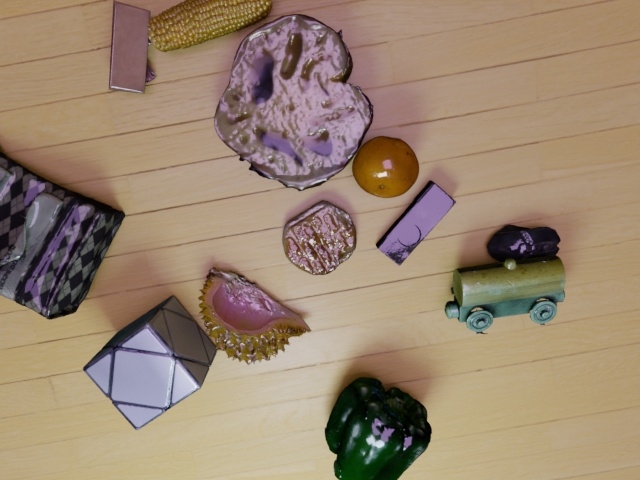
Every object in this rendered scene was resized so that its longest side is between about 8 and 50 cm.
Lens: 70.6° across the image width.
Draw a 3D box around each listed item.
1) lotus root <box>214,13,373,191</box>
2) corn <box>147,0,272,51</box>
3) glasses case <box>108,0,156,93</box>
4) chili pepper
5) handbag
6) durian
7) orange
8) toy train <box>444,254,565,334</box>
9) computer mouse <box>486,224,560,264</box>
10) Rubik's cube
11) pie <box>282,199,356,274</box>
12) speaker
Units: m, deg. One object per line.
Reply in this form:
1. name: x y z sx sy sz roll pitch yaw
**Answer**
1. lotus root: -0.067 -0.312 1.063 0.374 0.111 0.391 -13 105 3
2. corn: -0.236 -0.508 1.018 0.310 0.101 0.101 -21 102 6
3. glasses case: -0.434 -0.440 1.053 0.102 0.070 0.194 2 102 -30
4. chili pepper: 0.142 0.510 1.189 0.248 0.233 0.257 24 107 -2
5. handbag: -0.733 -0.042 1.084 0.416 0.180 0.317 27 92 -2
6. durian: -0.204 0.239 1.189 0.305 0.185 0.196 28 124 -15
7. orange: 0.156 -0.178 1.075 0.159 0.159 0.136 13 60 -4
8. toy train: 0.466 0.122 1.154 0.307 0.126 0.190 -8 109 2
9. computer mouse: 0.530 0.015 1.168 0.192 0.062 0.106 0 103 0
10. Rubik's cube: -0.413 0.298 1.137 0.205 0.205 0.207 -33 100 5
11. pie: 0.000 0.000 1.162 0.195 0.046 0.195 0 101 0
12. speaker: 0.241 -0.044 1.157 0.082 0.044 0.218 39 99 -9
